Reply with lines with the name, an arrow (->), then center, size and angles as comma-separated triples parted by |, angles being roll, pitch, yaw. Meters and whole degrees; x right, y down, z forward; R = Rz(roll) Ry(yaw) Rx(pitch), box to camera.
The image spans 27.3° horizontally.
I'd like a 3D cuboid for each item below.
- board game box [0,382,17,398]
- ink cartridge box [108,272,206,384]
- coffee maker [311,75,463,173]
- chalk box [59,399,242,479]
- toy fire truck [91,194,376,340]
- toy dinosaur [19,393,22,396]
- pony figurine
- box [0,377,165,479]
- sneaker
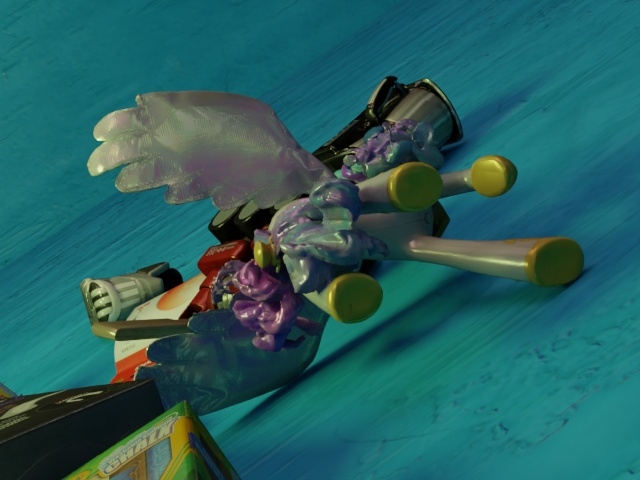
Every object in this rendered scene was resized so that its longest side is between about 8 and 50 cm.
board game box -> -0.485, 0.232, 1.491 | 0.144, 0.142, 0.275 | -53, 1, 18
ink cartridge box -> -0.201, 0.111, 1.629 | 0.145, 0.045, 0.179 | -27, 12, 25
coffee maker -> 0.070, -0.102, 1.657 | 0.178, 0.120, 0.171 | -42, -7, -37
chalk box -> -0.106, 0.207, 0.882 | 0.132, 0.132, 0.213 | -33, 15, 0
toy fire truck -> -0.097, 0.054, 1.413 | 0.217, 0.158, 0.246 | -11, 37, 56
toy dinosaur -> -0.361, 0.247, 1.487 | 0.268, 0.064, 0.118 | -34, 20, 10
pony figurine -> 0.000, 0.000, 1.174 | 0.351, 0.303, 0.363 | -9, 6, -22
box -> -0.249, 0.211, 1.064 | 0.165, 0.143, 0.270 | -21, 5, -42
sneaker -> -0.257, 0.078, 1.834 | 0.132, 0.086, 0.228 | -17, 3, -16
